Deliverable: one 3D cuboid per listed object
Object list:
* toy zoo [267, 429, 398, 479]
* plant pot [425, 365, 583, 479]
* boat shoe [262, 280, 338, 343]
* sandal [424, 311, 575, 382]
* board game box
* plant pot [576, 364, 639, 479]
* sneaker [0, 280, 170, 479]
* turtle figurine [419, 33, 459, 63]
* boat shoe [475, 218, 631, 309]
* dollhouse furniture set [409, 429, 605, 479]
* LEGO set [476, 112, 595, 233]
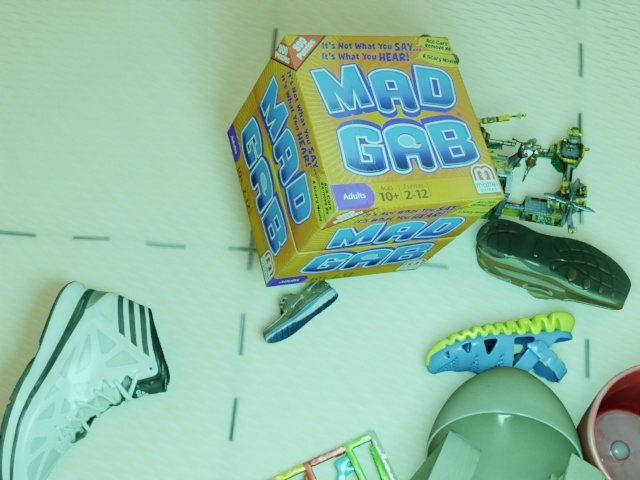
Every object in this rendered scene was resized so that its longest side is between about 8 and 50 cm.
[{"bbox_3d":[0.014,0.519,1.794,0.293,0.030,0.192,-23,73,-7],"label":"toy zoo"},{"bbox_3d":[0.350,0.352,1.750,0.284,0.284,0.191,11,39,5],"label":"plant pot"},{"bbox_3d":[-0.052,0.145,1.914,0.183,0.066,0.066,-33,69,-21],"label":"boat shoe"},{"bbox_3d":[0.369,0.233,1.848,0.317,0.126,0.138,-10,75,-1],"label":"sandal"},{"bbox_3d":[0.070,-0.151,1.801,0.356,0.356,0.356,-6,69,-27],"label":"board game box"},{"bbox_3d":[0.598,0.382,1.719,0.275,0.243,0.275,1,70,-3],"label":"plant pot"},{"bbox_3d":[-0.445,0.309,1.799,0.258,0.169,0.447,13,69,7],"label":"sneaker"},{"bbox_3d":[0.199,-0.360,2.072,0.269,0.087,0.217,32,74,11],"label":"turtle figurine"},{"bbox_3d":[0.474,0.061,1.907,0.324,0.120,0.122,24,54,16],"label":"boat shoe"},{"bbox_3d":[0.316,0.546,1.553,0.394,0.362,0.256,34,31,6],"label":"dollhouse furniture set"},{"bbox_3d":[0.424,-0.160,1.944,0.331,0.192,0.255,17,72,6],"label":"LEGO set"}]
